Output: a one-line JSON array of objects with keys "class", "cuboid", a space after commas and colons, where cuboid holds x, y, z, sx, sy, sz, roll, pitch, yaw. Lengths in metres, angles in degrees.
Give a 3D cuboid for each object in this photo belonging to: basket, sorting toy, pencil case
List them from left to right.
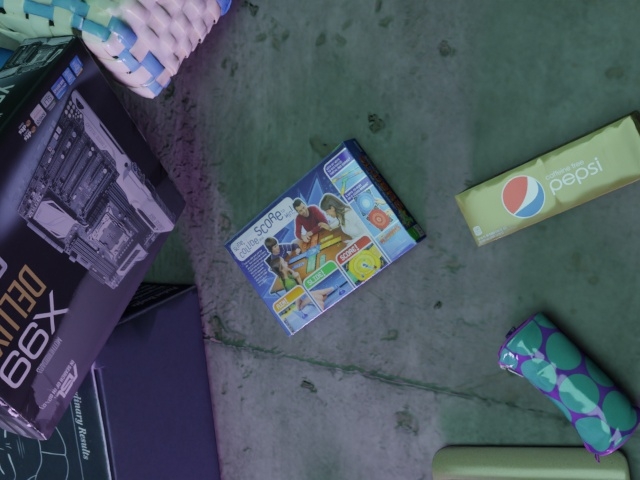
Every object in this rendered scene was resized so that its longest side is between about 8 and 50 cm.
[{"class": "basket", "cuboid": [-0.202, -0.316, 0.881, 0.254, 0.201, 0.289, 19, 76, 20]}, {"class": "pencil case", "cuboid": [0.248, 0.145, 0.845, 0.151, 0.064, 0.070, 45, 102, 9]}, {"class": "sorting toy", "cuboid": [0.282, 0.330, 0.896, 0.307, 0.041, 0.229, -6, 96, 27]}]

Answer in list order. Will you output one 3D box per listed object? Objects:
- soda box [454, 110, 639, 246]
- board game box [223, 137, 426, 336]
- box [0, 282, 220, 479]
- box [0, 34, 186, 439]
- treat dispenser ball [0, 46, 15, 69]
[{"class": "soda box", "cuboid": [0.226, -0.058, 0.804, 0.181, 0.061, 0.058, -26, 91, 29]}, {"class": "board game box", "cuboid": [0.000, 0.000, 0.943, 0.201, 0.035, 0.136, -37, 86, 28]}, {"class": "box", "cuboid": [-0.357, 0.213, 1.071, 0.395, 0.212, 0.294, 2, 103, 26]}, {"class": "box", "cuboid": [-0.273, -0.004, 0.806, 0.076, 0.307, 0.242, 4, 142, 29]}, {"class": "treat dispenser ball", "cuboid": [-0.394, -0.080, 0.968, 0.288, 0.288, 0.288, 7, 106, 24]}]
